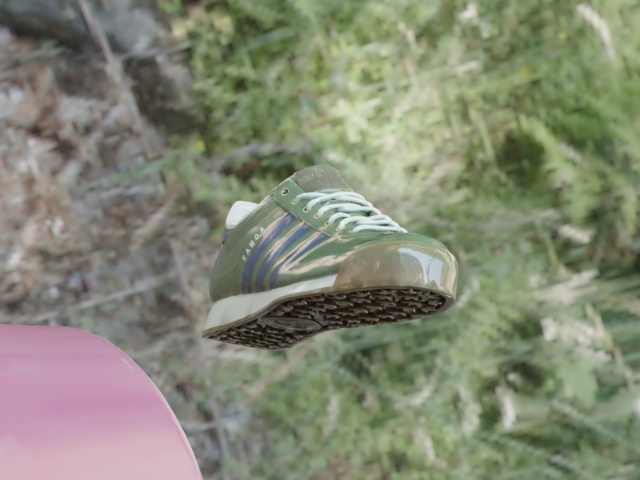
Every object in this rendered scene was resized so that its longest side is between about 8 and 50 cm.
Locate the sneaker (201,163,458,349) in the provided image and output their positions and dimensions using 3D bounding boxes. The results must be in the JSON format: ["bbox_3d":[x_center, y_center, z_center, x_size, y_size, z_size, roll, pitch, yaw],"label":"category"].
[{"bbox_3d":[0.000,0.000,0.820,0.064,0.192,0.086,14,72,-30],"label":"sneaker"}]

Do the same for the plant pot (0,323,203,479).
[{"bbox_3d":[-0.139,0.104,0.488,0.180,0.201,0.201,-11,84,-43],"label":"plant pot"}]
